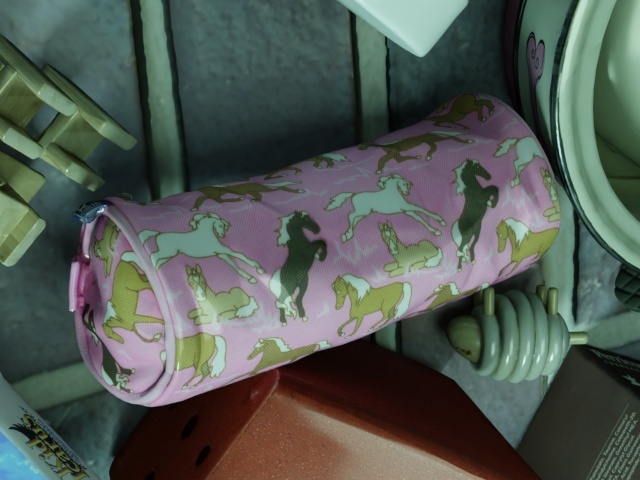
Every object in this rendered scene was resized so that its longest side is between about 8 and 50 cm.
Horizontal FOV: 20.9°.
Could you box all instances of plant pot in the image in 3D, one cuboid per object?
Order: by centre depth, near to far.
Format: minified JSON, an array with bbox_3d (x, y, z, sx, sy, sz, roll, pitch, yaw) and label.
[{"bbox_3d":[-0.016,0.205,1.404,0.235,0.267,0.267,35,95,-23],"label":"plant pot"}]

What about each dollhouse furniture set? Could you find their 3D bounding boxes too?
[{"bbox_3d":[-0.298,-0.067,1.208,0.212,0.161,0.242,-51,148,3],"label":"dollhouse furniture set"}]

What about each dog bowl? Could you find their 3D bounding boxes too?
[{"bbox_3d":[0.332,-0.175,1.450,0.408,0.150,0.408,-11,118,-22],"label":"dog bowl"}]

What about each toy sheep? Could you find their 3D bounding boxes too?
[{"bbox_3d":[0.175,0.083,1.537,0.132,0.091,0.091,1,115,-8],"label":"toy sheep"}]

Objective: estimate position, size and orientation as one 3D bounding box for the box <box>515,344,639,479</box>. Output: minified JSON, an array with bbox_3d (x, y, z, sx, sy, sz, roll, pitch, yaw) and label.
[{"bbox_3d":[0.307,0.225,1.603,0.168,0.203,0.167,17,105,-33],"label":"box"}]

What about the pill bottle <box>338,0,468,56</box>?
[{"bbox_3d":[0.116,-0.339,1.208,0.224,0.224,0.392,34,96,-36],"label":"pill bottle"}]

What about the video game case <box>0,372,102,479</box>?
[{"bbox_3d":[-0.264,0.258,1.289,0.269,0.061,0.244,-41,97,20],"label":"video game case"}]

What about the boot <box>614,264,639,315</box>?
[{"bbox_3d":[0.403,0.020,1.632,0.246,0.083,0.161,-40,131,-3],"label":"boot"}]

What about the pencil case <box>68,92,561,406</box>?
[{"bbox_3d":[0.000,0.000,1.321,0.386,0.167,0.160,-17,164,-30],"label":"pencil case"}]
